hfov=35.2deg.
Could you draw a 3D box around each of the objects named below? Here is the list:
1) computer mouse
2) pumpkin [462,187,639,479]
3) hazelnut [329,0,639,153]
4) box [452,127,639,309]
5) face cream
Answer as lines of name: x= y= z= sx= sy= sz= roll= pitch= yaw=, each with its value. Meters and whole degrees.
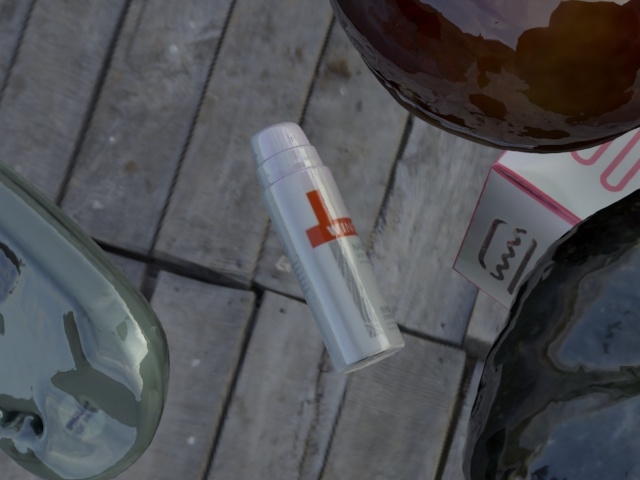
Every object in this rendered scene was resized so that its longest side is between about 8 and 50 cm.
computer mouse: x=-0.250 y=0.057 z=0.840 sx=0.331 sy=0.095 sz=0.197 roll=42 pitch=111 yaw=20
pumpkin: x=0.311 y=0.156 z=0.688 sx=0.454 sy=0.344 sz=0.454 roll=-20 pitch=46 yaw=23
hazelnut: x=0.195 y=-0.304 z=0.893 sx=0.402 sy=0.402 sz=0.429 roll=23 pitch=76 yaw=12
box: x=0.400 y=-0.036 z=1.348 sx=0.300 sy=0.314 sz=0.312 roll=38 pitch=67 yaw=15
face cream: x=0.000 y=0.000 z=1.329 sx=0.102 sy=0.102 sz=0.345 roll=-24 pitch=78 yaw=4
